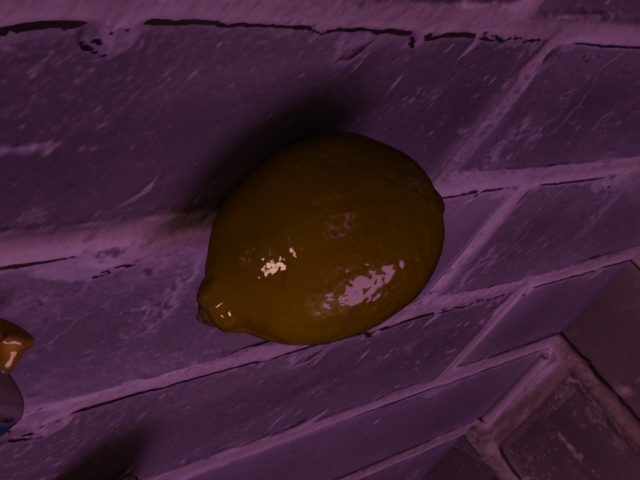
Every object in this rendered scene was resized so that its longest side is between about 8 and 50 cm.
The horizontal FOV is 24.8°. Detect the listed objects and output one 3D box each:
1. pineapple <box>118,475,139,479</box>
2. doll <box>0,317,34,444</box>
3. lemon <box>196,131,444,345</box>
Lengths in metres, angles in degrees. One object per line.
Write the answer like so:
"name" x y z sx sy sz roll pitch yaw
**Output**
"pineapple" -0.251 0.335 1.637 0.334 0.158 0.161 -51 -163 39
"doll" -0.319 0.160 1.145 0.241 0.099 0.135 -44 -177 12
"lemon" 0.000 0.000 1.264 0.248 0.184 0.184 -26 157 -21
